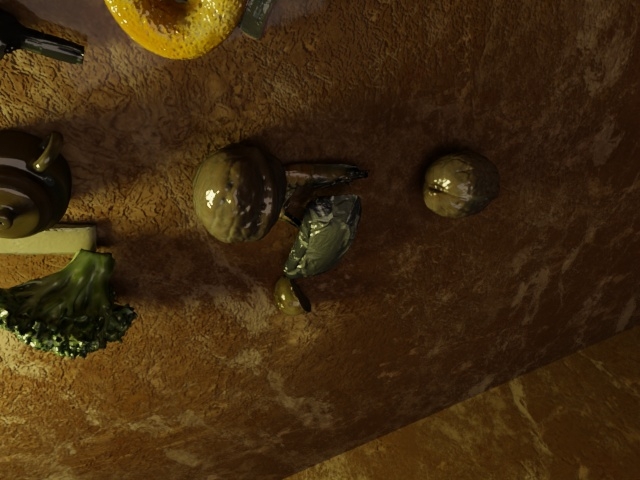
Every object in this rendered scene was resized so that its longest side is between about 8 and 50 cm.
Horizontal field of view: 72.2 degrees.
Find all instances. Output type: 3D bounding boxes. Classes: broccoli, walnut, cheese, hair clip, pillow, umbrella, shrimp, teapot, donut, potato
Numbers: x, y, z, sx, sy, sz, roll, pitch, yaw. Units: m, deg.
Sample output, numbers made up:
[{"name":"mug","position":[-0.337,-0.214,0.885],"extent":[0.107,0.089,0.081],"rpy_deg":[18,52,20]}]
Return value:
[{"name":"broccoli","position":[-0.563,0.129,0.985],"extent":[0.248,0.246,0.288],"rpy_deg":[18,166,8]},{"name":"walnut","position":[0.378,-0.148,1.156],"extent":[0.230,0.178,0.178],"rpy_deg":[-2,129,-29]},{"name":"cheese","position":[-0.692,-0.006,0.918],"extent":[0.400,0.034,0.085],"rpy_deg":[1,132,-23]},{"name":"hair clip","position":[-0.103,-0.437,0.798],"extent":[0.054,0.022,0.137],"rpy_deg":[15,121,-33]},{"name":"pillow","position":[0.000,0.000,1.143],"extent":[0.161,0.093,0.335],"rpy_deg":[-1,143,-22]},{"name":"umbrella","position":[-0.547,-0.334,0.660],"extent":[0.340,0.118,0.118],"rpy_deg":[5,127,-33]},{"name":"walnut","position":[-0.172,-0.104,0.941],"extent":[0.224,0.224,0.224],"rpy_deg":[-12,132,-13]},{"name":"shrimp","position":[-0.009,-0.114,1.104],"extent":[0.262,0.051,0.198],"rpy_deg":[-9,138,-13]},{"name":"teapot","position":[-0.557,-0.091,0.803],"extent":[0.267,0.175,0.185],"rpy_deg":[-42,134,14]},{"name":"donut","position":[-0.233,-0.417,0.708],"extent":[0.253,0.118,0.253],"rpy_deg":[-6,142,-4]},{"name":"potato","position":[-0.090,0.188,1.293],"extent":[0.089,0.101,0.172],"rpy_deg":[-23,137,4]}]
